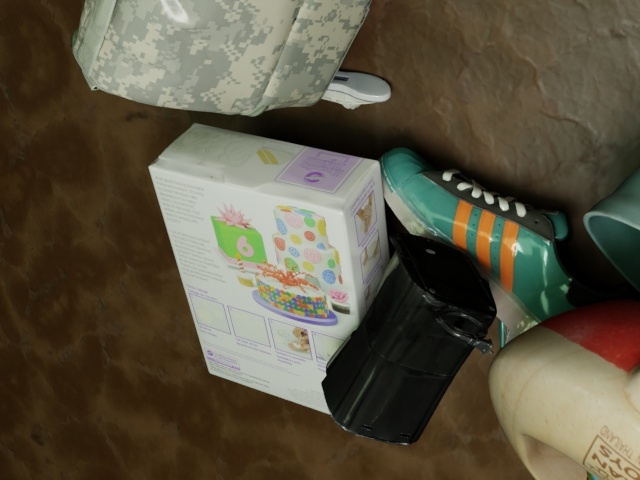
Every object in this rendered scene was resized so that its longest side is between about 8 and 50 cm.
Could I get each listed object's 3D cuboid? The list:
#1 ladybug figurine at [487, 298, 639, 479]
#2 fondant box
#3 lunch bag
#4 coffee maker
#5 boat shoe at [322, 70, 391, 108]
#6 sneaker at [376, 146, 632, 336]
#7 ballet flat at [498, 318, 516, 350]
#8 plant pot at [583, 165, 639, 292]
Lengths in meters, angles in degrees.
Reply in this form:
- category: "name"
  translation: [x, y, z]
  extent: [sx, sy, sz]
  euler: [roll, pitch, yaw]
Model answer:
- category: "ladybug figurine"
  translation: [0.296, 0.176, 0.817]
  extent: [0.305, 0.449, 0.162]
  euler: [38, 79, 25]
- category: "fondant box"
  translation: [-0.041, 0.044, 1.080]
  extent: [0.238, 0.096, 0.330]
  euler: [14, 136, 26]
- category: "lunch bag"
  translation: [-0.095, -0.279, 0.926]
  extent: [0.212, 0.256, 0.305]
  euler: [52, 135, 22]
- category: "coffee maker"
  translation: [0.079, 0.107, 0.910]
  extent: [0.120, 0.171, 0.178]
  euler: [26, 114, 0]
- category: "boat shoe"
  translation: [0.034, -0.166, 1.063]
  extent: [0.100, 0.035, 0.035]
  euler: [13, 141, 22]
- category: "sneaker"
  translation: [0.191, -0.009, 0.989]
  extent: [0.302, 0.108, 0.121]
  euler: [45, 110, 11]
- category: "ballet flat"
  translation: [0.215, 0.126, 1.059]
  extent: [0.041, 0.041, 0.114]
  euler: [12, 114, 27]
- category: "plant pot"
  translation: [0.396, 0.001, 0.776]
  extent: [0.293, 0.293, 0.196]
  euler: [41, 90, 12]
